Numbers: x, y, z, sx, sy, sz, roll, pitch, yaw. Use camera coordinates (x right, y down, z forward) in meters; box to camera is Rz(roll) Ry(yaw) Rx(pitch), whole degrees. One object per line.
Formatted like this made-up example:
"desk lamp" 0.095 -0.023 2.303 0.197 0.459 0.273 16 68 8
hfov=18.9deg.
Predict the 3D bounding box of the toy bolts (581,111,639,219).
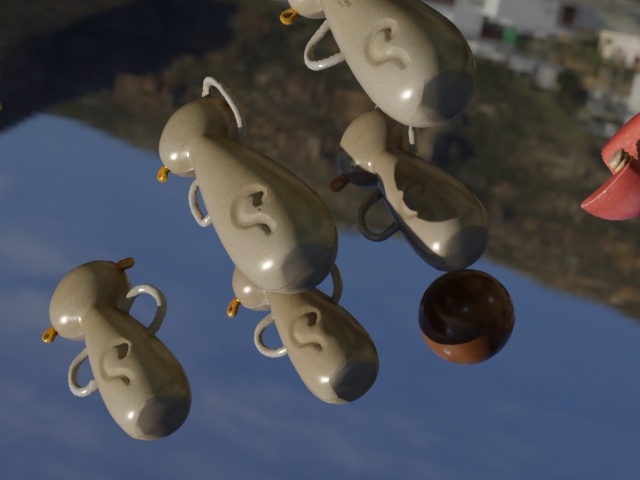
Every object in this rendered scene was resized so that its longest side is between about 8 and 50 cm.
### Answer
"toy bolts" 0.325 -0.037 1.496 0.158 0.228 0.218 37 -130 -9

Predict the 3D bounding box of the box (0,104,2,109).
"box" -0.238 -0.070 0.878 0.169 0.059 0.054 -13 -179 -25

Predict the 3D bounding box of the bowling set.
"bowling set" 0.000 0.000 1.054 0.200 0.287 0.154 38 -172 -43
